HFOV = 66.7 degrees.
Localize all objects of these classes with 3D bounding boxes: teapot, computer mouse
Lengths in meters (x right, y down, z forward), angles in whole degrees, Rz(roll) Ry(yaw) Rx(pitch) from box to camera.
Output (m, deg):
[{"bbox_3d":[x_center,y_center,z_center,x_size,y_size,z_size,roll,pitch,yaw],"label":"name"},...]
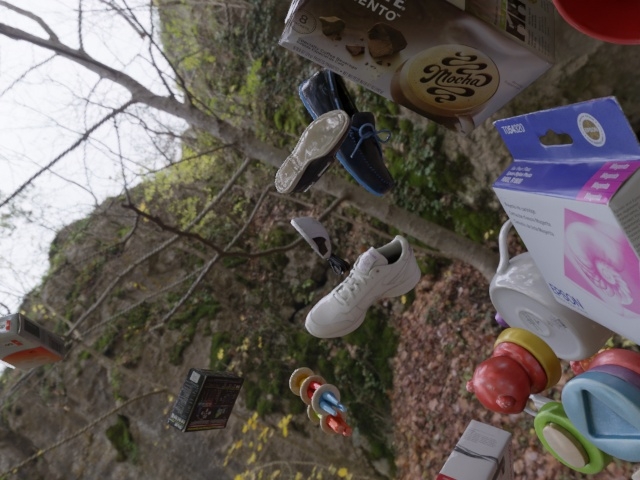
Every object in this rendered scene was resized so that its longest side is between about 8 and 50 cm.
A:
[{"bbox_3d":[0.484,0.099,0.986,0.187,0.252,0.256,-45,-44,-13],"label":"teapot"},{"bbox_3d":[0.000,0.000,0.932,0.042,0.106,0.193,-42,-24,-2],"label":"computer mouse"}]

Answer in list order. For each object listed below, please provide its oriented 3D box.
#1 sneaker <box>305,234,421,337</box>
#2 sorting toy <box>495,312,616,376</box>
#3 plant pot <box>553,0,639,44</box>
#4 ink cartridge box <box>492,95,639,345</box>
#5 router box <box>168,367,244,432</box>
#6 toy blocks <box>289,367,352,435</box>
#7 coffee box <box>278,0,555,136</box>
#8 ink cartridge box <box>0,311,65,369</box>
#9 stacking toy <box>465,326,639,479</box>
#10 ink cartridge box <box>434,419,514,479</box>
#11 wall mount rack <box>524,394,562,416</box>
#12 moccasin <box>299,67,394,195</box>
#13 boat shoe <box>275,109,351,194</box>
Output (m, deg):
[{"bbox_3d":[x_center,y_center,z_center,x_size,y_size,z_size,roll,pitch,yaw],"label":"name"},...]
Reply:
[{"bbox_3d":[0.085,0.095,1.092,0.305,0.114,0.152,-33,-48,-16],"label":"sneaker"},{"bbox_3d":[0.707,0.280,1.433,0.127,0.365,0.126,-46,-20,-35],"label":"sorting toy"},{"bbox_3d":[0.515,-0.492,0.742,0.275,0.274,0.243,86,-153,-64],"label":"plant pot"},{"bbox_3d":[0.350,-0.017,0.659,0.071,0.330,0.324,-34,8,4],"label":"ink cartridge box"},{"bbox_3d":[-0.187,0.265,0.810,0.122,0.038,0.092,39,-110,-62],"label":"router box"},{"bbox_3d":[0.015,0.292,0.840,0.054,0.123,0.148,-36,17,-20],"label":"toy blocks"},{"bbox_3d":[0.118,-0.275,0.613,0.168,0.297,0.119,-39,33,57],"label":"coffee box"},{"bbox_3d":[-0.525,0.176,0.763,0.179,0.045,0.145,-17,-27,-9],"label":"ink cartridge box"},{"bbox_3d":[0.400,0.300,0.766,0.130,0.280,0.309,-30,11,-26],"label":"stacking toy"},{"bbox_3d":[0.193,0.311,0.606,0.135,0.056,0.099,-33,-61,-44],"label":"ink cartridge box"},{"bbox_3d":[0.667,0.425,1.191,0.130,0.304,0.350,-50,24,-19],"label":"wall mount rack"},{"bbox_3d":[0.074,-0.265,1.141,0.116,0.342,0.137,-38,-6,25],"label":"moccasin"},{"bbox_3d":[-0.005,-0.163,0.926,0.064,0.075,0.206,8,-43,-45],"label":"boat shoe"}]
